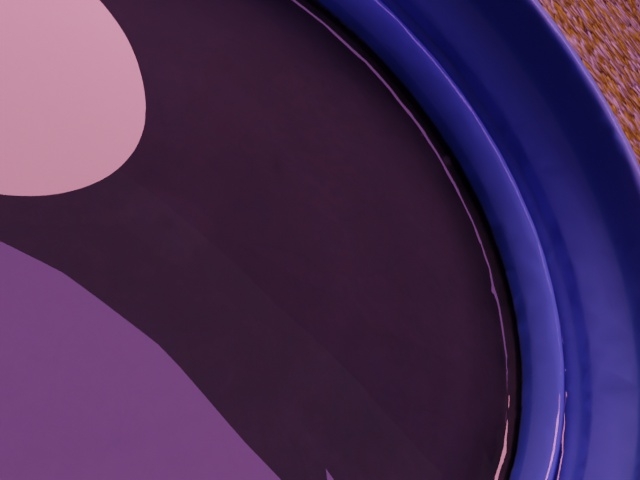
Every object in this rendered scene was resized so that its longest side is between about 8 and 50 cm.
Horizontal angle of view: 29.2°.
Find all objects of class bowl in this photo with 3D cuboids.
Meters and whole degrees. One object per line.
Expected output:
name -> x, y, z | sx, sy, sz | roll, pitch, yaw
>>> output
bowl -> -0.044, -0.017, 0.424 | 0.391, 0.077, 0.391 | 19, 51, -25
